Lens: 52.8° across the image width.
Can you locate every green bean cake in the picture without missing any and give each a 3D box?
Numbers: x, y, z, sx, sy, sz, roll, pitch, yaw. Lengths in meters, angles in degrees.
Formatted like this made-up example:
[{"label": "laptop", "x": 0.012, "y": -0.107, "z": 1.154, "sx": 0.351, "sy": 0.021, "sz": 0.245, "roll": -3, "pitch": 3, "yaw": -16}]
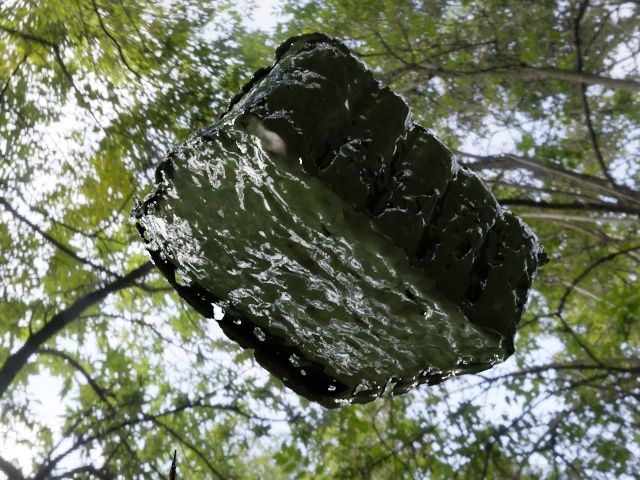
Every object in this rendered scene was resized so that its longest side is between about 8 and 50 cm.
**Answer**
[{"label": "green bean cake", "x": 0.000, "y": 0.000, "z": 0.488, "sx": 0.255, "sy": 0.241, "sz": 0.132, "roll": 40, "pitch": -125, "yaw": -12}]

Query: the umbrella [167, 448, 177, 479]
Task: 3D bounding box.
[{"label": "umbrella", "x": -0.151, "y": 0.269, "z": 0.636, "sx": 0.022, "sy": 0.122, "sz": 0.013, "roll": -32, "pitch": -44, "yaw": 34}]
